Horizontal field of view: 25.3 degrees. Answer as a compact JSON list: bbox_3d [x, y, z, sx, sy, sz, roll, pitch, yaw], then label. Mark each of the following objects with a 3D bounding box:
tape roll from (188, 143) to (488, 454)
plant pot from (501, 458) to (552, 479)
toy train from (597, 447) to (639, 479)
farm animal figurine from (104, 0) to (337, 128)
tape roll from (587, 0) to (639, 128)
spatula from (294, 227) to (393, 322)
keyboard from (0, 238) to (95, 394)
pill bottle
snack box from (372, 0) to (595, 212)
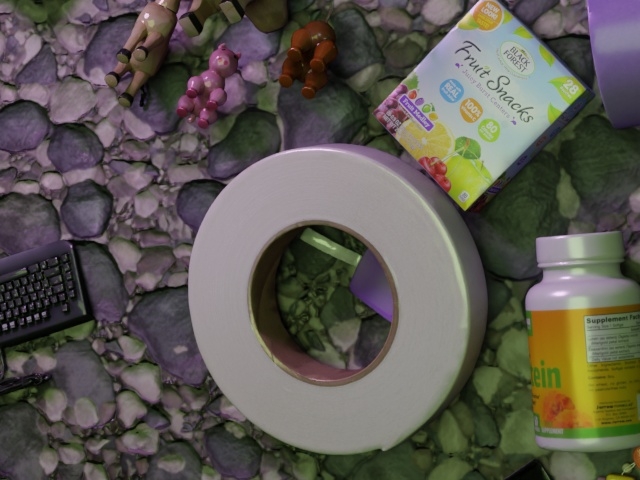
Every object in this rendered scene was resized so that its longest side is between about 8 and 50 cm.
[{"bbox_3d":[0.016,0.074,1.771,0.392,0.072,0.392,4,98,26],"label":"tape roll"},{"bbox_3d":[0.207,0.396,1.678,0.167,0.188,0.187,-37,78,29],"label":"plant pot"},{"bbox_3d":[0.392,0.308,1.670,0.125,0.046,0.166,-23,82,20],"label":"toy train"},{"bbox_3d":[-0.128,-0.312,1.794,0.330,0.172,0.326,3,133,21],"label":"farm animal figurine"},{"bbox_3d":[0.359,-0.224,1.604,0.080,0.189,0.189,-8,87,21],"label":"tape roll"},{"bbox_3d":[0.000,0.000,1.826,0.296,0.030,0.084,31,101,18],"label":"spatula"},{"bbox_3d":[-0.460,0.133,2.004,0.317,0.033,0.201,-18,84,21],"label":"keyboard"},{"bbox_3d":[0.309,0.115,1.652,0.136,0.136,0.245,-5,88,21],"label":"pill bottle"},{"bbox_3d":[0.197,-0.166,1.730,0.207,0.070,0.174,-46,75,13],"label":"snack box"}]
